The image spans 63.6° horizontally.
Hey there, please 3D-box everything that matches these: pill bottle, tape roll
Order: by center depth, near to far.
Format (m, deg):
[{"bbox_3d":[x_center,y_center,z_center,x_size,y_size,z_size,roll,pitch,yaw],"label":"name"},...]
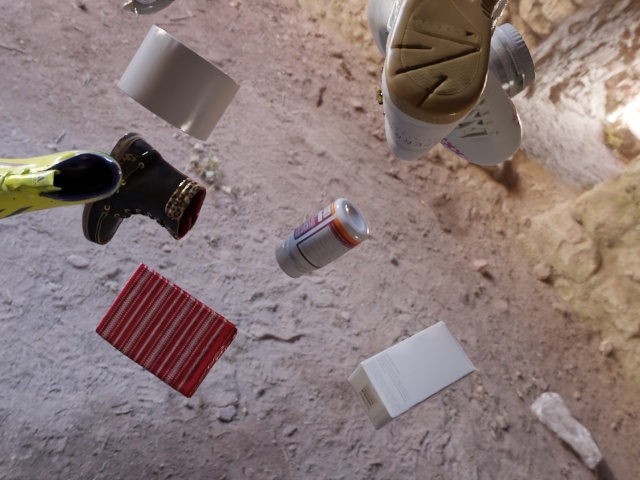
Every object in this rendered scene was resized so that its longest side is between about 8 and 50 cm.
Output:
[{"bbox_3d":[-0.341,-0.377,1.257,0.246,0.169,0.246,34,7,-5],"label":"tape roll"},{"bbox_3d":[0.000,0.000,1.280,0.121,0.221,0.121,41,30,-30],"label":"pill bottle"}]

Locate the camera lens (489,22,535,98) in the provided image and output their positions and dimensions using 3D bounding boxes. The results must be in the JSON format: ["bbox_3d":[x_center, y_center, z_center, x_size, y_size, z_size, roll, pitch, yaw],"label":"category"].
[{"bbox_3d":[0.481,-0.504,1.584,0.219,0.274,0.219,59,12,-21],"label":"camera lens"}]

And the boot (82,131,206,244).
[{"bbox_3d":[-0.524,-0.092,1.529,0.284,0.377,0.138,33,16,7],"label":"boot"}]

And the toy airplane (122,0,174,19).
[{"bbox_3d":[-0.482,-0.807,1.494,0.386,0.384,0.272,26,59,-65],"label":"toy airplane"}]

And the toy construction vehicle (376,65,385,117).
[{"bbox_3d":[0.137,-0.298,1.028,0.035,0.086,0.098,-6,31,-4],"label":"toy construction vehicle"}]

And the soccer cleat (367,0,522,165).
[{"bbox_3d":[0.173,-0.194,0.681,0.331,0.116,0.143,41,26,-30],"label":"soccer cleat"}]

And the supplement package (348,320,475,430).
[{"bbox_3d":[0.158,0.237,0.906,0.179,0.105,0.105,-22,65,-22],"label":"supplement package"}]

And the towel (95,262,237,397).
[{"bbox_3d":[-0.349,0.205,1.175,0.275,0.199,0.031,34,-2,4],"label":"towel"}]

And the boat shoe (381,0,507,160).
[{"bbox_3d":[0.103,-0.191,0.446,0.098,0.096,0.277,22,65,2],"label":"boat shoe"}]

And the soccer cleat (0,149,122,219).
[{"bbox_3d":[-0.434,-0.079,0.745,0.289,0.121,0.093,-18,104,-33],"label":"soccer cleat"}]
